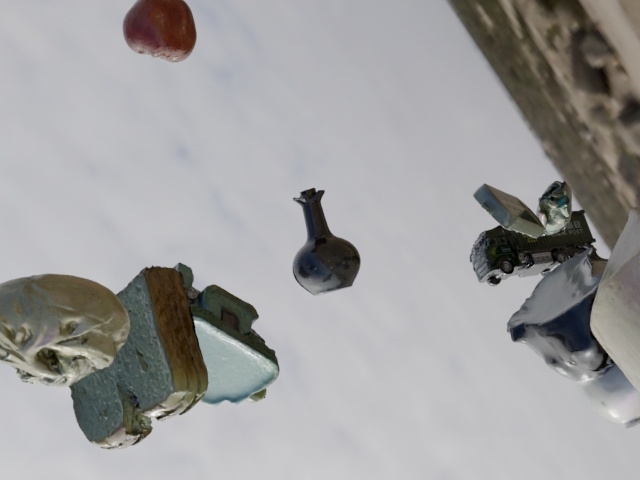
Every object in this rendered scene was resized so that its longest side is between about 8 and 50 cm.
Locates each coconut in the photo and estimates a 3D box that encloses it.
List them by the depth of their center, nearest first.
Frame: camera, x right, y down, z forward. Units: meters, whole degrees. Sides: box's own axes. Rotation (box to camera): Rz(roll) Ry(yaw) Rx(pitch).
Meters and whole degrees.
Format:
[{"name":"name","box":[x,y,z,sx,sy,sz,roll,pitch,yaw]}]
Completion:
[{"name":"coconut","box":[0.479,0.075,1.385,0.329,0.328,0.329,51,-165,-19]}]

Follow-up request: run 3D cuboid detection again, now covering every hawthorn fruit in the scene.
[{"name":"hawthorn fruit","box":[-0.263,-0.359,1.884,0.125,0.140,0.125,37,-155,-21]}]

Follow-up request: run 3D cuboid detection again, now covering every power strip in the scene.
[{"name":"power strip","box":[0.306,-0.046,1.804,0.080,0.029,0.227,49,-164,21]}]

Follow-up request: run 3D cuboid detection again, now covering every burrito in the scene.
[{"name":"burrito","box":[0.433,-0.055,2.093,0.309,0.066,0.096,28,-109,-81]}]

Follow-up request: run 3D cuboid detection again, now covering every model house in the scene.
[{"name":"model house","box":[-0.234,0.175,2.417,0.280,0.230,0.249,35,-143,-27]}]

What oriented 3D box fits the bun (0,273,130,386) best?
[{"name":"bun","box":[-0.385,0.139,1.601,0.209,0.237,0.116,19,-132,-22]}]

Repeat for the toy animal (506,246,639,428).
[{"name":"toy animal","box":[0.459,0.154,1.773,0.266,0.212,0.212,39,-162,-13]}]

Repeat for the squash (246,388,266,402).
[{"name":"squash","box":[-0.214,0.292,2.646,0.239,0.069,0.069,48,-164,-14]}]

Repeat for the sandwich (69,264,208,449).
[{"name":"sandwich","box":[-0.322,0.214,1.936,0.095,0.273,0.249,8,-125,-50]}]

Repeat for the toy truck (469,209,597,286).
[{"name":"toy truck","box":[0.433,0.016,2.309,0.088,0.259,0.121,124,135,-59]}]

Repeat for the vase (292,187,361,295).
[{"name":"vase","box":[0.000,0.000,1.944,0.120,0.120,0.183,-5,-99,-74]}]
